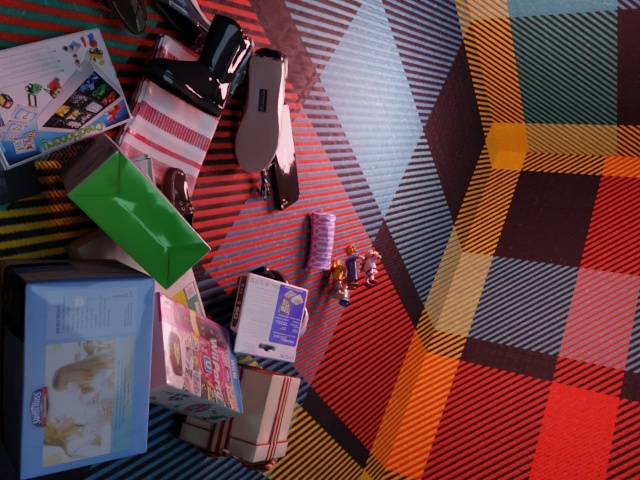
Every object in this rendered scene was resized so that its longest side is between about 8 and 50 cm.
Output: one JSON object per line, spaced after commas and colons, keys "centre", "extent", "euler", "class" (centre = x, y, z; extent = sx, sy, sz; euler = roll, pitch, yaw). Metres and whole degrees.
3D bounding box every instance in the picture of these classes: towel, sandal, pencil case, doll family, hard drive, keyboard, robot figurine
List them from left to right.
{"centre": [-0.588, -0.115, 1.091], "extent": [0.135, 0.022, 0.094], "euler": [-31, 122, -52], "class": "hard drive"}
{"centre": [-0.441, -0.518, 1.210], "extent": [0.219, 0.060, 0.090], "euler": [44, 53, -36], "class": "sandal"}
{"centre": [-0.431, -0.117, 1.290], "extent": [0.152, 0.023, 0.113], "euler": [-23, 126, -33], "class": "towel"}
{"centre": [-0.338, -0.281, 1.384], "extent": [0.237, 0.037, 0.329], "euler": [25, 83, -51], "class": "towel"}
{"centre": [-0.140, 0.196, 1.750], "extent": [0.209, 0.173, 0.278], "euler": [-62, 143, -29], "class": "robot figurine"}
{"centre": [-0.137, -0.241, 1.792], "extent": [0.201, 0.033, 0.317], "euler": [-38, 127, -52], "class": "keyboard"}
{"centre": [0.000, 0.000, 2.023], "extent": [0.088, 0.086, 0.206], "euler": [3, 94, -24], "class": "pencil case"}
{"centre": [0.097, 0.107, 2.113], "extent": [0.118, 0.263, 0.163], "euler": [20, 50, -27], "class": "doll family"}

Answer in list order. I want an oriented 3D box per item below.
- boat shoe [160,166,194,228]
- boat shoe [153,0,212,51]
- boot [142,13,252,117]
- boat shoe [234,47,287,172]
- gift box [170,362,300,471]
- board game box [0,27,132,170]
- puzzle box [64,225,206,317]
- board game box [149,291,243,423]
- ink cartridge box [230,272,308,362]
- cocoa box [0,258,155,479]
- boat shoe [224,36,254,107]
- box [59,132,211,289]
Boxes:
{"centre": [-0.324, -0.066, 1.383], "extent": [0.073, 0.073, 0.207], "euler": [-18, 112, -51], "class": "boat shoe"}
{"centre": [-0.296, -0.495, 1.409], "extent": [0.254, 0.095, 0.079], "euler": [52, 52, -48], "class": "boat shoe"}
{"centre": [-0.266, -0.410, 1.316], "extent": [0.246, 0.094, 0.207], "euler": [21, 91, -60], "class": "boot"}
{"centre": [-0.152, -0.366, 1.655], "extent": [0.158, 0.127, 0.341], "euler": [-74, 179, -66], "class": "boat shoe"}
{"centre": [-0.230, 0.468, 1.604], "extent": [0.276, 0.255, 0.258], "euler": [33, 67, -63], "class": "gift box"}
{"centre": [-0.515, -0.274, 1.123], "extent": [0.305, 0.053, 0.193], "euler": [-41, 123, -48], "class": "board game box"}
{"centre": [-0.414, 0.126, 1.406], "extent": [0.272, 0.052, 0.409], "euler": [-43, 132, -47], "class": "puzzle box"}
{"centre": [-0.308, 0.279, 1.374], "extent": [0.303, 0.097, 0.224], "euler": [47, 24, -54], "class": "board game box"}
{"centre": [-0.139, 0.210, 1.587], "extent": [0.206, 0.045, 0.208], "euler": [21, 73, -38], "class": "ink cartridge box"}
{"centre": [-0.466, 0.221, 1.119], "extent": [0.231, 0.228, 0.347], "euler": [0, 98, -38], "class": "cocoa box"}
{"centre": [-0.232, -0.428, 1.548], "extent": [0.228, 0.080, 0.076], "euler": [-66, 152, -22], "class": "boat shoe"}
{"centre": [-0.367, -0.065, 1.172], "extent": [0.127, 0.231, 0.262], "euler": [-43, 122, -9], "class": "box"}
